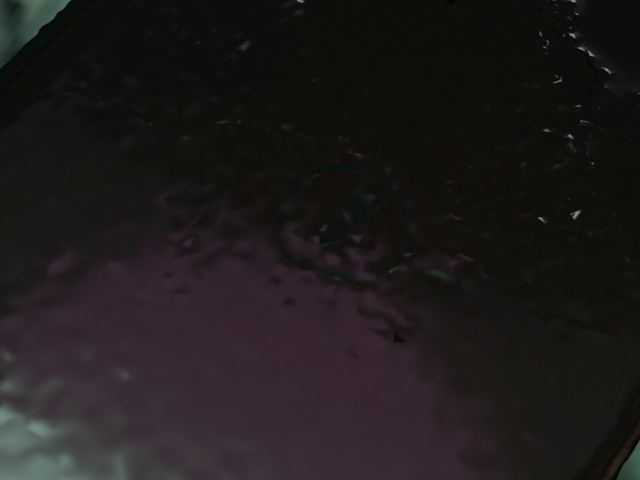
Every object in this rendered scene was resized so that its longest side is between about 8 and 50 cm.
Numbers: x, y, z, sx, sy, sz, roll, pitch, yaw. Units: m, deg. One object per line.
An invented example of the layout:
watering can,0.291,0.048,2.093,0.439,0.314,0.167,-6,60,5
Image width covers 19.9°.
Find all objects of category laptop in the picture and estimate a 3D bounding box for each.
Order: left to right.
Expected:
laptop,0.000,0.000,0.379,0.154,0.026,0.207,34,60,9
